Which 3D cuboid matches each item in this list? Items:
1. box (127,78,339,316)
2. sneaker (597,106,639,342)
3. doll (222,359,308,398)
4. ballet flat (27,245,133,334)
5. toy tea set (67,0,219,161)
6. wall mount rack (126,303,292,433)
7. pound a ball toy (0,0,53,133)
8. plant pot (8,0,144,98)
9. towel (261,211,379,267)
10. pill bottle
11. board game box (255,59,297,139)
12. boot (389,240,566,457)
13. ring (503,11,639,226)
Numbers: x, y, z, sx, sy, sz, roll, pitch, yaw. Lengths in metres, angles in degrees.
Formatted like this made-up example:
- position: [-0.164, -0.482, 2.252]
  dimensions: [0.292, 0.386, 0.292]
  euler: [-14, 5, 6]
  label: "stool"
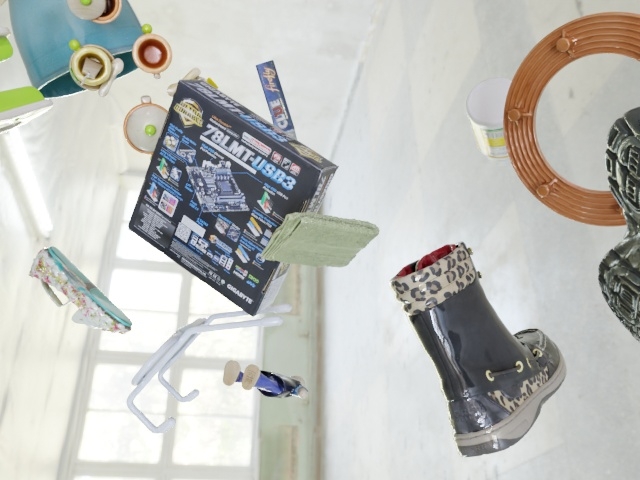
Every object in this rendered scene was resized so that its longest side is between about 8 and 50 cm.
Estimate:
- position: [-0.158, -0.071, 1.046]
  dimensions: [0.294, 0.295, 0.073]
  euler: [-63, -15, 23]
  label: "box"
- position: [0.338, -0.003, 0.567]
  dimensions: [0.109, 0.130, 0.286]
  euler: [-116, 8, -49]
  label: "sneaker"
- position: [-0.077, 0.238, 1.036]
  dimensions: [0.189, 0.129, 0.046]
  euler: [35, -115, -58]
  label: "doll"
- position: [-0.469, 0.112, 1.212]
  dimensions: [0.077, 0.241, 0.091]
  euler: [-47, -7, 0]
  label: "ballet flat"
- position: [-0.346, -0.311, 1.148]
  dimensions: [0.200, 0.336, 0.124]
  euler: [-45, 21, -1]
  label: "toy tea set"
- position: [-0.209, 0.204, 1.186]
  dimensions: [0.304, 0.130, 0.350]
  euler: [-46, 0, 1]
  label: "wall mount rack"
- position: [-0.523, -0.225, 0.831]
  dimensions: [0.208, 0.135, 0.319]
  euler: [63, -150, -14]
  label: "pound a ball toy"
- position: [-0.521, -0.466, 1.302]
  dimensions: [0.271, 0.271, 0.255]
  euler: [-140, 26, -79]
  label: "plant pot"
- position: [0.000, 0.000, 0.872]
  dimensions: [0.110, 0.148, 0.027]
  euler: [-47, 46, 44]
  label: "towel"
- position: [0.387, -0.246, 1.346]
  dimensions: [0.208, 0.117, 0.118]
  euler: [44, -137, -59]
  label: "pill bottle"
- position: [-0.092, -0.283, 1.431]
  dimensions: [0.243, 0.042, 0.165]
  euler: [77, 175, -80]
  label: "board game box"
- position: [0.259, 0.139, 1.011]
  dimensions: [0.138, 0.377, 0.284]
  euler: [-27, 88, 37]
  label: "boot"
- position: [0.438, -0.182, 0.986]
  dimensions: [0.336, 0.032, 0.337]
  euler: [21, 121, 39]
  label: "ring"
